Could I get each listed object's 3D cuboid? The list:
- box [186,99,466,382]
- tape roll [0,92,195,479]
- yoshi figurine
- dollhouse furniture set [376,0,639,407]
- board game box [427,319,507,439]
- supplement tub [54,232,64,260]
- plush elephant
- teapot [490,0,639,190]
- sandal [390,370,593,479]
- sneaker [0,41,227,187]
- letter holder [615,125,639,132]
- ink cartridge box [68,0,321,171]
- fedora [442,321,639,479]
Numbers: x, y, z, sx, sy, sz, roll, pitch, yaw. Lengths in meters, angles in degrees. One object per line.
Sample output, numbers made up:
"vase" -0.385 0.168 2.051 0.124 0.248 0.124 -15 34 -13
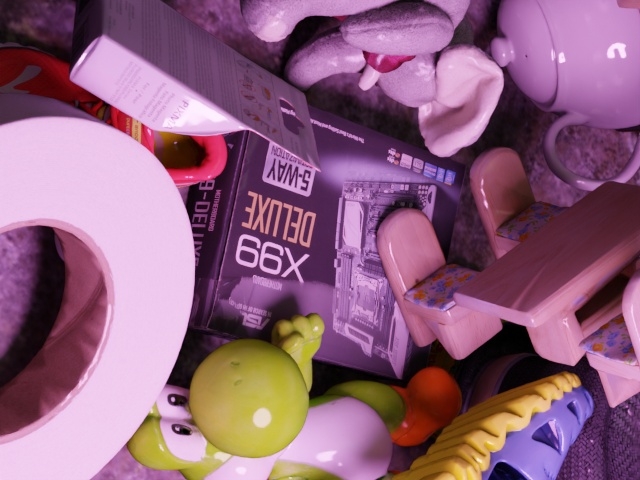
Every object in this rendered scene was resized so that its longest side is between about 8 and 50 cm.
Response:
"box" 0.000 0.000 1.905 0.307 0.076 0.242 19 80 -42
"tape roll" -0.277 0.068 1.584 0.392 0.072 0.392 -24 127 -35
"yoshi figurine" -0.005 0.180 1.793 0.362 0.203 0.203 11 108 -36
"dollhouse furniture set" 0.295 -0.064 1.833 0.394 0.362 0.256 -34 117 -26
"board game box" 0.158 0.132 2.076 0.092 0.043 0.181 26 75 -40
"supplement tub" -0.184 -0.006 1.743 0.107 0.071 0.071 10 86 -42
"plush elephant" 0.063 -0.233 1.863 0.330 0.272 0.255 -5 137 -11
"teapot" 0.279 -0.223 2.067 0.187 0.256 0.252 -18 128 -12
"sandal" 0.169 0.235 1.791 0.317 0.126 0.138 -36 95 -43
"sneaker" -0.199 -0.113 1.693 0.279 0.118 0.107 14 82 -42
"letter holder" 0.519 -0.225 2.212 0.214 0.302 0.152 -20 105 -40
"ink cartridge box" -0.115 -0.140 1.693 0.232 0.189 0.066 36 109 -21
"fedora" 0.269 0.241 1.988 0.334 0.152 0.334 18 66 -46
